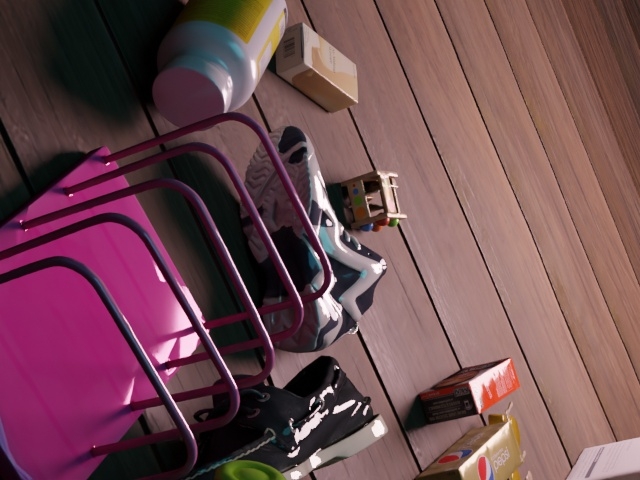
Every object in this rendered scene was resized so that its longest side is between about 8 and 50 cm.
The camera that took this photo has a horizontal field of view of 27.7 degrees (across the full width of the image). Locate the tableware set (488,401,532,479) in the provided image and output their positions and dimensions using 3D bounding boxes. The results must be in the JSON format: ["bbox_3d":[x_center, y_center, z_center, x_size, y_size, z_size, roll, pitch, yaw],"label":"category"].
[{"bbox_3d":[0.247,0.294,1.686,0.104,0.024,0.154,-37,113,-68],"label":"tableware set"}]

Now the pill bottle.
[{"bbox_3d":[-0.103,-0.191,1.303,0.103,0.103,0.184,55,34,-26],"label":"pill bottle"}]

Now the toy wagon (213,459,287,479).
[{"bbox_3d":[-0.091,0.298,0.977,0.344,0.068,0.267,-12,118,-57],"label":"toy wagon"}]

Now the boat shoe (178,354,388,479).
[{"bbox_3d":[-0.055,0.171,1.170,0.340,0.127,0.113,-15,79,-55],"label":"boat shoe"}]

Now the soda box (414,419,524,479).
[{"bbox_3d":[0.183,0.276,1.563,0.181,0.061,0.058,-24,94,-60],"label":"soda box"}]

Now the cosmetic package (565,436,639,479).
[{"bbox_3d":[0.503,0.402,1.861,0.138,0.225,0.224,-34,104,-59],"label":"cosmetic package"}]

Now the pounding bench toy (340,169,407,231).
[{"bbox_3d":[0.073,-0.045,1.565,0.083,0.052,0.065,1,74,-59],"label":"pounding bench toy"}]

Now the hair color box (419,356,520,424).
[{"bbox_3d":[0.187,0.186,1.610,0.141,0.072,0.043,-17,90,-60],"label":"hair color box"}]

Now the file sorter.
[{"bbox_3d":[-0.140,0.046,1.037,0.202,0.182,0.290,63,31,-16],"label":"file sorter"}]

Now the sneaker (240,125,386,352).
[{"bbox_3d":[0.000,0.000,1.382,0.153,0.094,0.235,4,71,-59],"label":"sneaker"}]

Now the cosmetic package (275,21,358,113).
[{"bbox_3d":[-0.004,-0.203,1.534,0.115,0.041,0.060,29,51,-50],"label":"cosmetic package"}]
